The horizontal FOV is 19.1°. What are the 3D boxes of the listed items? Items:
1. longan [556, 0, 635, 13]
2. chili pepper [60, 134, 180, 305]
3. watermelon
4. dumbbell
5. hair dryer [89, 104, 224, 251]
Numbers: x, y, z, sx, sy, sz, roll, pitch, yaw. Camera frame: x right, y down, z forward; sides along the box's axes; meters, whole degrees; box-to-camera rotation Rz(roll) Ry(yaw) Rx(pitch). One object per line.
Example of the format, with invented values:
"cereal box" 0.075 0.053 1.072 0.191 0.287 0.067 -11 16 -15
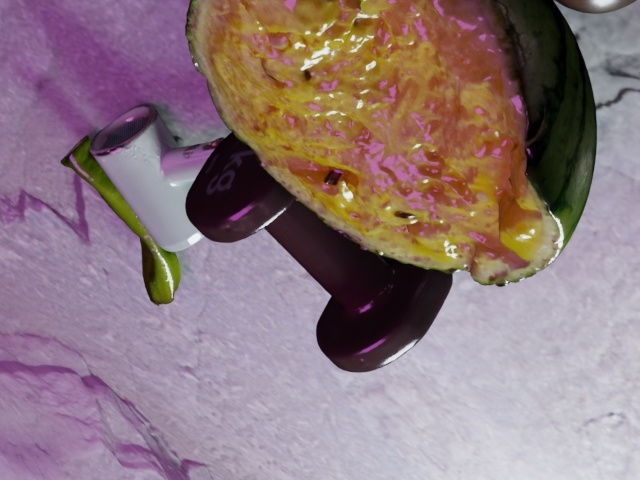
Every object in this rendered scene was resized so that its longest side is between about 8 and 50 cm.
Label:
"longan" 0.182 -0.205 1.312 0.113 0.092 0.113 26 156 13
"chili pepper" -0.189 -0.021 1.902 0.052 0.050 0.202 15 142 55
"watermelon" 0.079 -0.125 1.421 0.330 0.189 0.331 37 161 15
"dumbbell" 0.000 0.000 1.642 0.225 0.140 0.124 44 152 -28
"hair dryer" -0.091 -0.069 1.760 0.236 0.073 0.131 -11 124 38
